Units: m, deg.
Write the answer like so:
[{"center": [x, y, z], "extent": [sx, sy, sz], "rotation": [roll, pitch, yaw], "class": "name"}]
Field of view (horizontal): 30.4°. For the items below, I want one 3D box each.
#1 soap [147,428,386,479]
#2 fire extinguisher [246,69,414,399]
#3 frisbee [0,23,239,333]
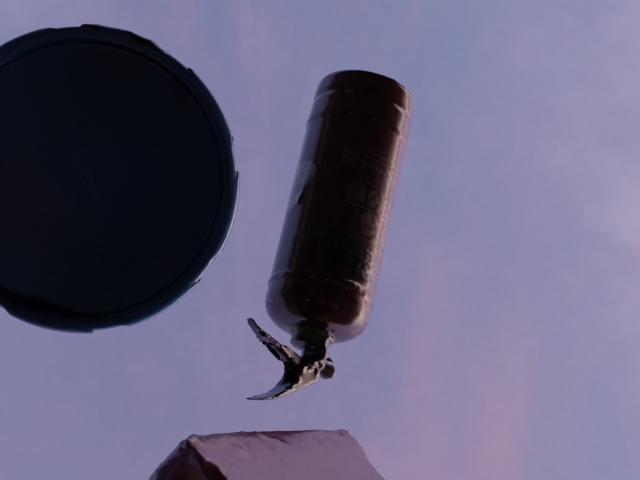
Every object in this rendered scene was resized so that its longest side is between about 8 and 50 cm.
[{"center": [-0.106, 0.303, 0.865], "extent": [0.359, 0.233, 0.128], "rotation": [-50, -117, 15], "class": "soap"}, {"center": [0.000, 0.000, 1.102], "extent": [0.138, 0.102, 0.344], "rotation": [40, -124, -45], "class": "fire extinguisher"}, {"center": [-0.185, -0.048, 0.929], "extent": [0.242, 0.045, 0.242], "rotation": [0, -88, -11], "class": "frisbee"}]
